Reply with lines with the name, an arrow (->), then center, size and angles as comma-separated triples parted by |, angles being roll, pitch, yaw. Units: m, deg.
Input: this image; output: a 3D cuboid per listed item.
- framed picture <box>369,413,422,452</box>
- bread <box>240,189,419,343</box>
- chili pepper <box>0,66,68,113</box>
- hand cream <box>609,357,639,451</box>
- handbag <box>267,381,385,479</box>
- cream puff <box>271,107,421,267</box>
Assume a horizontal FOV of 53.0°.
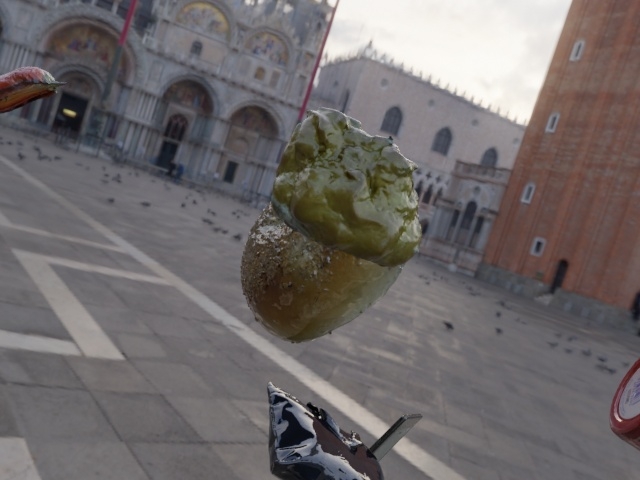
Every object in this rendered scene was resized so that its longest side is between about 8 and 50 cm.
framed picture -> 0.075, 0.485, 1.330 | 0.016, 0.347, 0.265 | 45, 2, 22
bread -> 0.000, 0.000, 0.938 | 0.158, 0.306, 0.305 | 41, -7, -23
chili pepper -> -0.323, -0.132, 0.600 | 0.178, 0.027, 0.045 | -17, -2, 3
hand cream -> 0.579, 0.271, 1.047 | 0.125, 0.193, 0.193 | 34, 5, 7
handbag -> 0.019, 0.331, 0.958 | 0.254, 0.089, 0.211 | 41, 8, -18
cream puff -> 0.031, -0.049, 0.581 | 0.146, 0.116, 0.146 | 19, 6, -2
